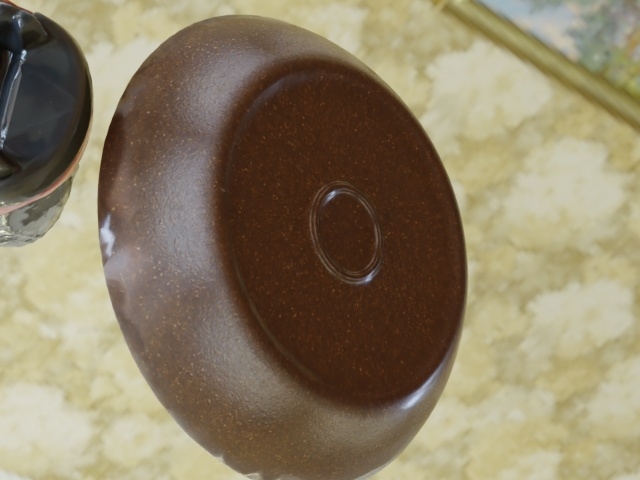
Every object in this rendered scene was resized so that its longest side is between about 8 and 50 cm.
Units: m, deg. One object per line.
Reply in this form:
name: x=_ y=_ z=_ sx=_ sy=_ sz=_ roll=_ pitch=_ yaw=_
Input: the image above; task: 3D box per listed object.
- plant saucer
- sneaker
plant saucer: x=0.000 y=0.000 z=0.652 sx=0.199 sy=0.036 sz=0.198 roll=15 pitch=-111 yaw=-42
sneaker: x=-0.219 y=-0.052 z=0.643 sx=0.276 sy=0.135 sz=0.097 roll=12 pitch=-109 yaw=4
